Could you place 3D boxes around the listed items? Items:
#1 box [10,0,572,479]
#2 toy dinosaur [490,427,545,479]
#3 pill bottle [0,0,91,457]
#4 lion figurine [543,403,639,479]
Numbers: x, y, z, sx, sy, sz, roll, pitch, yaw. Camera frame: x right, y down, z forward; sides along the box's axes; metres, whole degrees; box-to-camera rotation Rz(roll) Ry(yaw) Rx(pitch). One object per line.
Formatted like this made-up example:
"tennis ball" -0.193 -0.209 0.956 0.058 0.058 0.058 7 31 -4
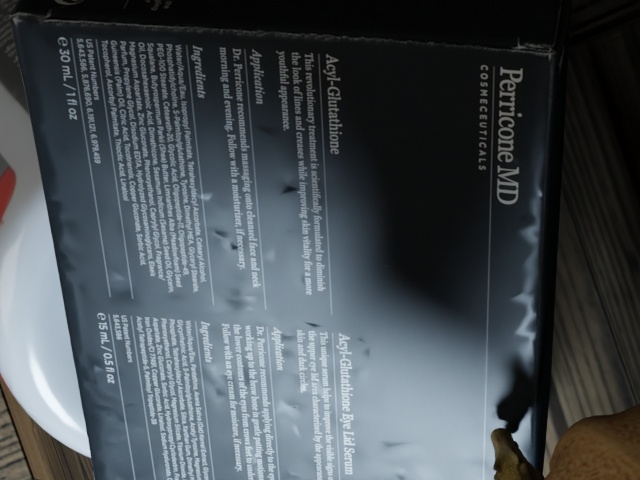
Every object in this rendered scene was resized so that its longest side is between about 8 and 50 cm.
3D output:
"box" 0.000 0.000 0.719 0.103 0.184 0.261 -72 -15 -47
"toy dinosaur" 0.131 0.133 0.663 0.183 0.053 0.092 26 165 31
"pill bottle" -0.125 -0.049 1.009 0.363 0.210 0.210 44 148 54
"lion figurine" 0.145 0.113 0.441 0.392 0.142 0.240 9 136 52
